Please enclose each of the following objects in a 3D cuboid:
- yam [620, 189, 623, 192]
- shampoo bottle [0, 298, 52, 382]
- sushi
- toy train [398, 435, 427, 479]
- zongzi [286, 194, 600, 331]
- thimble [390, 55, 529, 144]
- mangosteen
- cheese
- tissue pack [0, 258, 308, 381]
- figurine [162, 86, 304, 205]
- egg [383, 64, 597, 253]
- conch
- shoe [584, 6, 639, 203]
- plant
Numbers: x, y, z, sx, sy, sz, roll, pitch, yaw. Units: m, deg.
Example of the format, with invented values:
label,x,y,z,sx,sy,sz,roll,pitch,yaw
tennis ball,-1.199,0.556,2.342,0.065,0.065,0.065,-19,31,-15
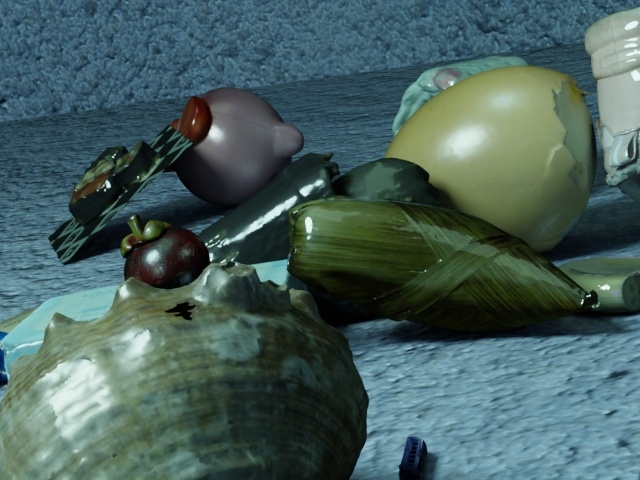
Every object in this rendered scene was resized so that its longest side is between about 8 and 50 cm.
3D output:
label,x,y,z,sx,sy,sz,roll,pitch,yaw
yam,0.479,-0.102,2.243,0.264,0.046,0.046,-12,12,-5
shampoo bottle,-0.305,0.104,1.906,0.087,0.050,0.183,0,15,30
sushi,-0.283,-0.080,2.495,0.231,0.047,0.219,-44,16,-3
toy train,0.069,0.162,1.395,0.017,0.017,0.083,-6,12,9
zongzi,0.100,0.029,1.699,0.221,0.112,0.242,7,7,-26
thimble,0.185,-0.118,2.268,0.149,0.185,0.211,-16,-21,-36
mangosteen,-0.138,0.022,1.676,0.081,0.081,0.081,-10,12,2
cheese,0.238,0.039,1.790,0.097,0.037,0.192,-19,14,-41
tissue pack,-0.147,0.090,1.758,0.263,0.089,0.177,-11,11,9
figurine,-0.121,-0.126,2.589,0.173,0.173,0.173,-10,12,2
egg,0.179,-0.076,1.991,0.244,0.201,0.201,-16,10,11
conch,-0.123,0.140,1.250,0.297,0.210,0.352,-23,7,12
shoe,0.411,-0.100,2.002,0.351,0.198,0.172,22,-25,-32
plant,0.000,0.000,1.892,0.256,0.164,0.142,-18,11,2
